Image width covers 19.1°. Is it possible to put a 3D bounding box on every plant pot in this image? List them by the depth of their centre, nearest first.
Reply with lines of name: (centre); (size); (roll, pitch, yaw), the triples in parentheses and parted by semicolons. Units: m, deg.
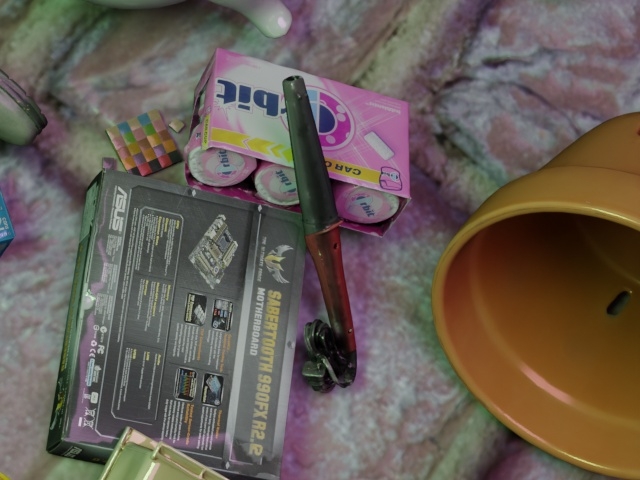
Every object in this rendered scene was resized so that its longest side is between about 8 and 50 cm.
plant pot: (0.263, 0.027, 1.591); (0.291, 0.291, 0.203); (41, 48, -6)

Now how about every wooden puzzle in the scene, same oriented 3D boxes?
wooden puzzle: (-0.149, -0.079, 1.593); (0.083, 0.006, 0.049); (-24, 84, -26)

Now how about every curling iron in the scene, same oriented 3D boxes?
curling iron: (0.000, 0.000, 1.538); (0.035, 0.068, 0.274); (0, 109, 17)

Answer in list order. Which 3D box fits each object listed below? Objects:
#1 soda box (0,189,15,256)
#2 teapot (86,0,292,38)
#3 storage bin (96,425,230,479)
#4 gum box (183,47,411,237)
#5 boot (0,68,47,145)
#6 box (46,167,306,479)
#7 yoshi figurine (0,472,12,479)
soda box: (-0.347, -0.001, 1.458); (0.210, 0.067, 0.071); (-15, 80, -25)
teapot: (-0.149, -0.306, 1.570); (0.252, 0.187, 0.256); (3, 90, 7)
storage bin: (-0.087, 0.316, 1.405); (0.260, 0.123, 0.262); (31, 79, -11)
gum box: (-0.022, -0.083, 1.596); (0.188, 0.062, 0.107); (15, 51, -16)
boot: (-0.353, -0.095, 1.488); (0.246, 0.083, 0.161); (28, 73, -5)
box: (-0.112, 0.072, 1.535); (0.183, 0.056, 0.231); (13, 70, -19)
yoshi figurine: (-0.361, 0.297, 1.308); (0.203, 0.203, 0.362); (29, 68, 6)
